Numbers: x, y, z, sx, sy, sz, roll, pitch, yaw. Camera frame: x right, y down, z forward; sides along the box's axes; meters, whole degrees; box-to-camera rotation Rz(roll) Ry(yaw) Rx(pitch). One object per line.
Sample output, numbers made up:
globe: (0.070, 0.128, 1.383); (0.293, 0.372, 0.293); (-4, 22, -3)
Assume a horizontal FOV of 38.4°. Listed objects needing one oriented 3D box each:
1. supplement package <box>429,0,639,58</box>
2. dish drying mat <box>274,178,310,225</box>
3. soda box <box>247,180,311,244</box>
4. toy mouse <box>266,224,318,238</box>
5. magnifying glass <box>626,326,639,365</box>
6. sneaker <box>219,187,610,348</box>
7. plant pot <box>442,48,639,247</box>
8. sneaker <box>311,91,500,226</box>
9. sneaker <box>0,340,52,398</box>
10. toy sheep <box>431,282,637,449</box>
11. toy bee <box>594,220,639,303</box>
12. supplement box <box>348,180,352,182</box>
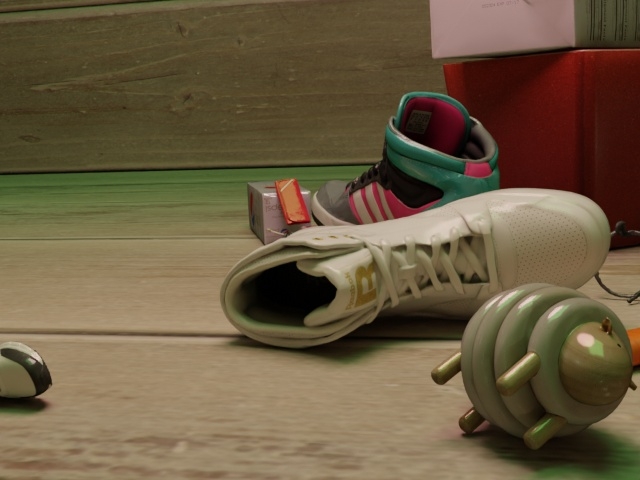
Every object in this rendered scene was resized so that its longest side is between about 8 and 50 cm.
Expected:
supplement package: (0.268, -0.300, 1.116); (0.194, 0.149, 0.203); (5, 12, 42)
dish drying mat: (-0.038, -0.052, 1.220); (0.032, 0.008, 0.083); (-6, 46, -13)
soda box: (-0.063, -0.045, 1.347); (0.069, 0.074, 0.216); (-4, 8, -9)
toy mouse: (0.000, 0.000, 1.162); (0.143, 0.031, 0.161); (0, 8, 12)
magnifying glass: (0.279, 0.065, 0.658); (0.231, 0.026, 0.092); (-5, 8, -30)
sneaker: (0.069, 0.030, 0.708); (0.292, 0.108, 0.169); (-10, 6, 22)
plant pot: (0.339, -0.118, 1.177); (0.267, 0.236, 0.267); (-6, 10, -28)
sneaker: (0.089, -0.074, 0.996); (0.124, 0.178, 0.295); (-8, 19, -34)
sneaker: (-0.220, 0.090, 0.587); (0.109, 0.040, 0.044); (-2, 23, 25)
toy sheep: (0.112, 0.065, 0.487); (0.091, 0.091, 0.132); (-6, 4, -27)
toy bee: (0.389, -0.029, 0.735); (0.298, 0.195, 0.162); (-37, -22, -1)
supplement box: (0.178, -0.062, 1.415); (0.239, 0.073, 0.130); (-5, 8, -26)
